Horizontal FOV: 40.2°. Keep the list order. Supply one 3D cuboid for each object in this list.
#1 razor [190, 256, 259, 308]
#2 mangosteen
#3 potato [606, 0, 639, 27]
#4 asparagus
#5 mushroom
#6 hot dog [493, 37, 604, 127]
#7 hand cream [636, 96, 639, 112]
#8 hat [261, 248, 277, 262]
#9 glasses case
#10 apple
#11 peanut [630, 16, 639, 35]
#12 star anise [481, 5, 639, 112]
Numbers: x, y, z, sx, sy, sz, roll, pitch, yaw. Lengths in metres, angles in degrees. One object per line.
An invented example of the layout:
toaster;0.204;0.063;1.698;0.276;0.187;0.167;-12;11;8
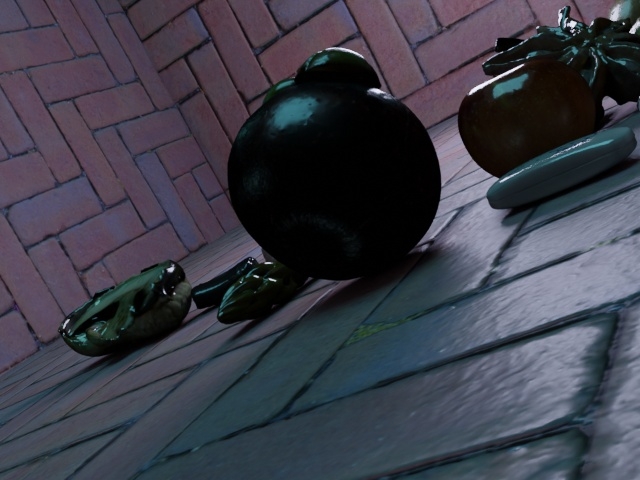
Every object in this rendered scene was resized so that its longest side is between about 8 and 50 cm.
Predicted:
razor;-0.190;0.089;1.766;0.148;0.054;0.090;-29;6;6
mangosteen;0.026;-0.096;1.209;0.300;0.300;0.300;-28;6;3
potato;0.776;-0.529;2.078;0.165;0.164;0.262;-22;2;45
asparagus;-0.074;0.064;1.386;0.080;0.080;0.287;-23;9;41
mushroom;-0.396;0.161;1.832;0.344;0.130;0.247;-26;22;31
hot dog;0.389;-0.255;1.586;0.194;0.107;0.326;11;33;4
hand cream;0.456;-0.171;1.116;0.067;0.042;0.194;-27;10;3
hat;0.027;-0.037;1.617;0.286;0.107;0.236;-27;34;19
glasses case;0.297;-0.089;1.091;0.197;0.049;0.076;-24;7;35
apple;0.299;-0.166;1.265;0.201;0.162;0.201;-22;-4;-2
peanut;0.615;-0.358;1.568;0.124;0.123;0.257;-25;9;29
star anise;0.443;-0.294;1.455;0.293;0.108;0.349;-20;39;-23
